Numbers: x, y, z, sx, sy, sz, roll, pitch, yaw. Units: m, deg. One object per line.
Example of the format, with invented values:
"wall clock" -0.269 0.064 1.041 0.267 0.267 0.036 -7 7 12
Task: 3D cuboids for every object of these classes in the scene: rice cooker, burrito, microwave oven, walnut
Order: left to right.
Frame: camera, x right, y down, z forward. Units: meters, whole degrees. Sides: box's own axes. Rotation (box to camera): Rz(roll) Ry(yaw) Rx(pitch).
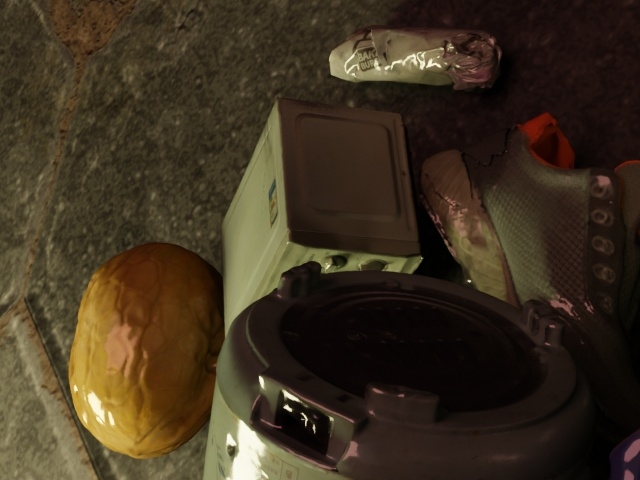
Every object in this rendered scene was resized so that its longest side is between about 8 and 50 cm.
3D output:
"walnut" -0.155 0.103 1.416 0.159 0.159 0.207 -12 56 39
"microwave oven" 0.000 0.000 1.300 0.205 0.129 0.163 121 152 -54
"rice cooker" 0.040 0.182 0.995 0.264 0.316 0.317 22 85 28
"burrito" 0.086 -0.169 1.405 0.203 0.064 0.064 13 79 46

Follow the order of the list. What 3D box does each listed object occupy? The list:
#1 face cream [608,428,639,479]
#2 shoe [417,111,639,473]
"face cream" 0.280 0.227 0.886 0.249 0.225 0.249 -18 58 32
"shoe" 0.207 0.021 1.159 0.171 0.132 0.336 -35 45 12
